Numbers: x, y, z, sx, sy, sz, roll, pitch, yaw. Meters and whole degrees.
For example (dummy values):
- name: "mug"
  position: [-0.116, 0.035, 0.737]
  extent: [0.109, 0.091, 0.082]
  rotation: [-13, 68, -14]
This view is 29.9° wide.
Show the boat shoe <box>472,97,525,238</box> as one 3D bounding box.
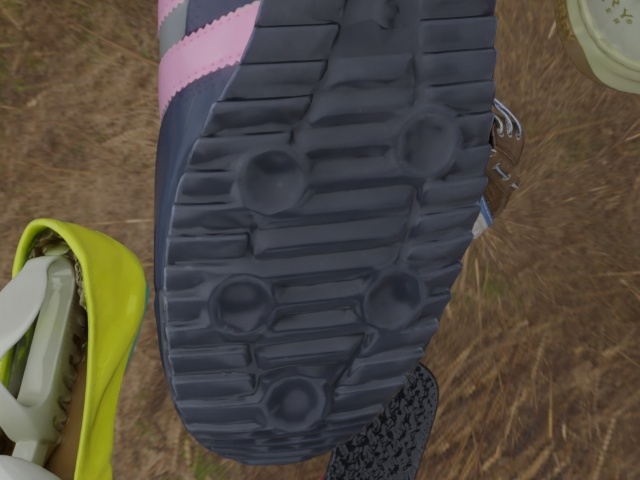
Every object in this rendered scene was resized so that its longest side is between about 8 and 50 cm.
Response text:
- name: "boat shoe"
  position: [0.100, -0.066, 0.816]
  extent: [0.066, 0.183, 0.066]
  rotation: [-42, 67, -4]

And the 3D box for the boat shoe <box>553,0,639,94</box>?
- name: "boat shoe"
  position: [0.260, -0.117, 0.596]
  extent: [0.285, 0.089, 0.104]
  rotation: [-5, 82, -19]

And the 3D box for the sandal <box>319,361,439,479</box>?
- name: "sandal"
  position: [0.019, 0.148, 0.649]
  extent: [0.067, 0.040, 0.179]
  rotation: [21, 79, 6]

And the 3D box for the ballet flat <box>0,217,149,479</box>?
- name: "ballet flat"
  position: [-0.130, 0.091, 0.536]
  extent: [0.077, 0.077, 0.231]
  rotation: [-8, 58, 23]

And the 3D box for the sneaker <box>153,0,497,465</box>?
- name: "sneaker"
  position: [-0.005, -0.084, 0.424]
  extent: [0.112, 0.131, 0.319]
  rotation: [4, 104, -19]
